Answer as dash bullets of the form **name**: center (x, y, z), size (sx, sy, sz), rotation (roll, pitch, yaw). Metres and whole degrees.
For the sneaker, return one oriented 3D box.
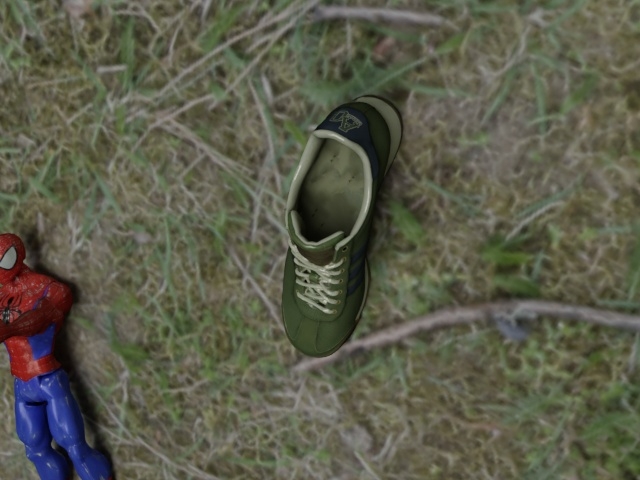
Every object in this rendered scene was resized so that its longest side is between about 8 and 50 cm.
- **sneaker**: center (0.000, 0.000, 0.570), size (0.064, 0.086, 0.192), rotation (20, 110, 16)

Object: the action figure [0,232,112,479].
- **action figure**: center (-0.241, 0.137, 0.678), size (0.092, 0.139, 0.280), rotation (-6, 98, 22)
